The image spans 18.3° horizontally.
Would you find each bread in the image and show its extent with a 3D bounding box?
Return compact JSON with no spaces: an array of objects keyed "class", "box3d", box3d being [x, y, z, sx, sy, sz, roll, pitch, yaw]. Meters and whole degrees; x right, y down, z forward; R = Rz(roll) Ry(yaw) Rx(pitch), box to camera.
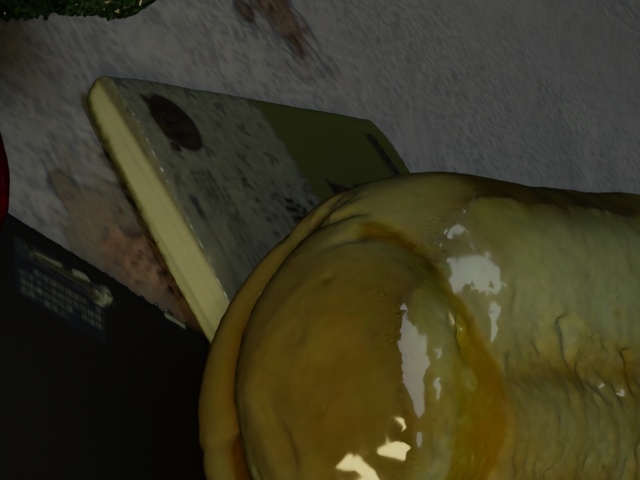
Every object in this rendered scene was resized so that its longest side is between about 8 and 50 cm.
[{"class":"bread","box3d":[0.065,0.116,1.121,0.341,0.210,0.301,-1,80,-53]}]

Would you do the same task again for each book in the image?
[{"class":"book","box3d":[0.000,0.000,1.351,0.352,0.035,0.239,2,54,-58]}]

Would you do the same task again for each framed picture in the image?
[{"class":"framed picture","box3d":[-0.137,0.120,0.997,0.255,0.014,0.339,34,32,-35]}]

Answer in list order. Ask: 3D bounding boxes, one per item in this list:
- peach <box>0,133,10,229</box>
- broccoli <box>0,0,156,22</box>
[{"class":"peach","box3d":[-0.226,-0.025,0.848,0.197,0.197,0.197,39,29,-27]},{"class":"broccoli","box3d":[-0.186,-0.264,1.127,0.308,0.275,0.308,37,-1,1]}]
